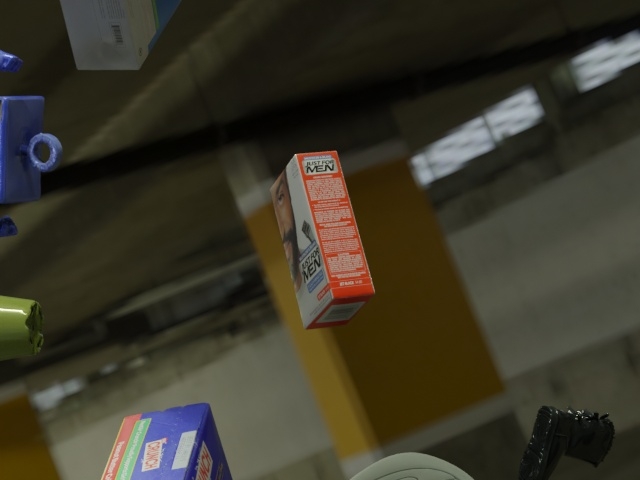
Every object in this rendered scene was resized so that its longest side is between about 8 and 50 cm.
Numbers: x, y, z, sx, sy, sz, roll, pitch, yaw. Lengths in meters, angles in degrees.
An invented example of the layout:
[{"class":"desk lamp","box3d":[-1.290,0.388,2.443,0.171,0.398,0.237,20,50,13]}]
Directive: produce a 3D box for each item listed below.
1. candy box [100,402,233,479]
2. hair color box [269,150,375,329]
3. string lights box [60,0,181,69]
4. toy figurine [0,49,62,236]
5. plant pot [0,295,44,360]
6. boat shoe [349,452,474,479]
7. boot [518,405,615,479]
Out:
[{"class":"candy box","box3d":[-0.158,0.391,2.007,0.122,0.317,0.268,-10,19,9]},{"class":"hair color box","box3d":[0.000,0.000,1.831,0.053,0.167,0.093,-5,-22,-23]},{"class":"string lights box","box3d":[-0.204,-0.307,1.891,0.077,0.133,0.259,1,35,15]},{"class":"toy figurine","box3d":[-0.364,-0.066,1.703,0.217,0.362,0.191,5,5,18]},{"class":"plant pot","box3d":[-0.303,0.082,1.612,0.079,0.083,0.083,-2,-3,8]},{"class":"boat shoe","box3d":[0.012,0.281,1.148,0.103,0.118,0.320,103,-166,-55]},{"class":"boot","box3d":[0.304,0.261,2.121,0.099,0.121,0.045,14,6,-26]}]
